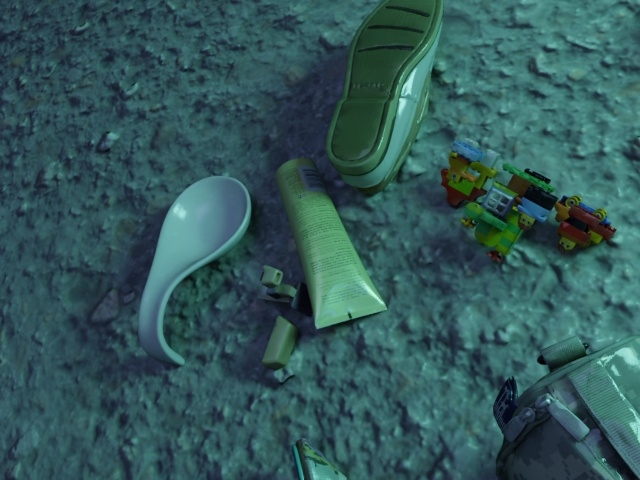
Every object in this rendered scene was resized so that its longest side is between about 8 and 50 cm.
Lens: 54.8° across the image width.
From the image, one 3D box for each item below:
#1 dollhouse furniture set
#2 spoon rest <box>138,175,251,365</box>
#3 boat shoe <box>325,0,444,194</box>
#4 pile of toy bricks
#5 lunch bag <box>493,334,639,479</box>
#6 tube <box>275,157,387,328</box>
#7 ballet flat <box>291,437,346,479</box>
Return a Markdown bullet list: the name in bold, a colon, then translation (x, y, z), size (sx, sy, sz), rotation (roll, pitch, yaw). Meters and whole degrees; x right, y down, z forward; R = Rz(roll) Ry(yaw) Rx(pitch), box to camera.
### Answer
- **dollhouse furniture set**: translation (-0.075, 0.098, 0.787), size (0.081, 0.091, 0.114), rotation (5, 70, 41)
- **spoon rest**: translation (-0.181, 0.028, 0.857), size (0.137, 0.084, 0.276), rotation (7, 69, 26)
- **boat shoe**: translation (0.094, -0.207, 0.844), size (0.113, 0.103, 0.302), rotation (16, 73, 28)
- **pile of toy bricks**: translation (0.218, -0.028, 0.716), size (0.212, 0.118, 0.105), rotation (33, 114, 23)
- **lunch bag**: translation (0.280, 0.226, 0.461), size (0.212, 0.256, 0.305), rotation (-35, 57, 3)
- **tube**: translation (0.000, 0.000, 0.810), size (0.070, 0.062, 0.240), rotation (-36, 57, 23)
- **ballet flat**: translation (0.023, 0.316, 0.642), size (0.079, 0.077, 0.221), rotation (-9, 65, -2)
